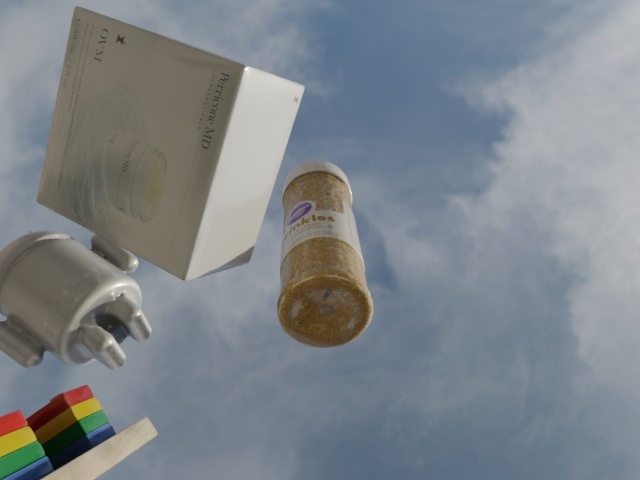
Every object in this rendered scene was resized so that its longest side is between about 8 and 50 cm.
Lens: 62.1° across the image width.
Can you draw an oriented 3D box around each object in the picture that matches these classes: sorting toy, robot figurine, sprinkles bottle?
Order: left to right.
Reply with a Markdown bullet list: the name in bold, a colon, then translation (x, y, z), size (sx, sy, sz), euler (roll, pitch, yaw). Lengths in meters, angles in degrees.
- **sorting toy**: translation (-0.316, 0.236, 0.459), size (0.255, 0.257, 0.089), euler (-35, -97, 4)
- **robot figurine**: translation (-0.506, 0.109, 1.060), size (0.353, 0.200, 0.300), euler (29, -124, 17)
- **sprinkles bottle**: translation (0.000, 0.000, 0.795), size (0.121, 0.121, 0.355), euler (-17, -150, 7)

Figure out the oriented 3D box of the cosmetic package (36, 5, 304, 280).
- **cosmetic package**: translation (-0.171, -0.108, 0.601), size (0.224, 0.138, 0.224), euler (24, -75, 18)
